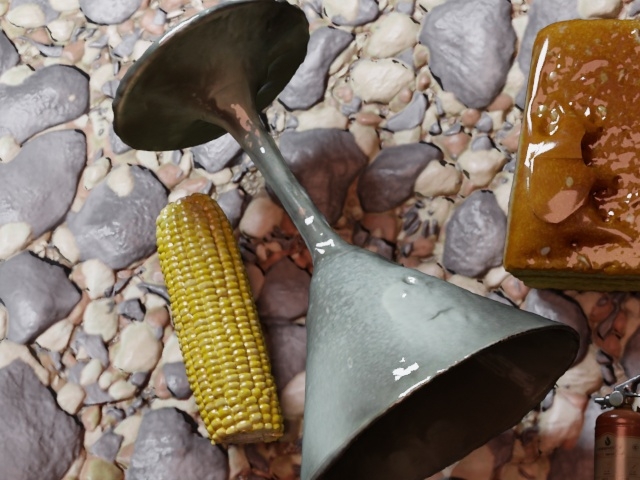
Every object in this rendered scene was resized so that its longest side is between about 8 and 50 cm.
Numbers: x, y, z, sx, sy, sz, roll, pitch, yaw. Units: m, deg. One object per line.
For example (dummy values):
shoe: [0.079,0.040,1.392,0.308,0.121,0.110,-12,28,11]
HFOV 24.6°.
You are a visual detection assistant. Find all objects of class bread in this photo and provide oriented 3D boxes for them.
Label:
bread: [0.264,-0.073,1.281,0.184,0.110,0.234,4,74,18]

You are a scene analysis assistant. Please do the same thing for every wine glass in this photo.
wine glass: [0.000,0.000,1.253,0.267,0.267,0.406,-35,69,5]

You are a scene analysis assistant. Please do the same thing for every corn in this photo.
corn: [-0.097,0.075,1.370,0.081,0.081,0.248,-20,69,11]

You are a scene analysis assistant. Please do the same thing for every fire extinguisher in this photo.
fire extinguisher: [0.257,0.198,1.233,0.062,0.050,0.177,-7,71,36]
